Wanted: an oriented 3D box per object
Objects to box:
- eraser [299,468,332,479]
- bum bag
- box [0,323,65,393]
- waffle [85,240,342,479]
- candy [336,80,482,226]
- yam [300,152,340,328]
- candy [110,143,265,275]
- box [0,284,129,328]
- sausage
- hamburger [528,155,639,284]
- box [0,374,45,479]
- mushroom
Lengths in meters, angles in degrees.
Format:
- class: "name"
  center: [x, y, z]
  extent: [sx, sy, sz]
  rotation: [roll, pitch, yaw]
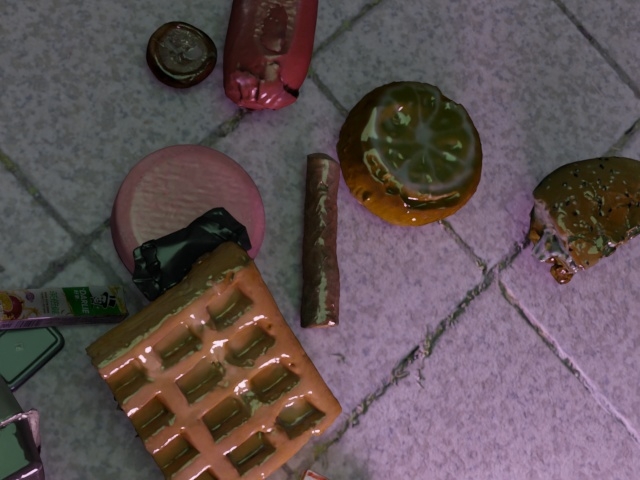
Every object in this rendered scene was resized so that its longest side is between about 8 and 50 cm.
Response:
- class: "eraser"
  center: [-0.001, 0.497, 1.730]
  extent: [0.157, 0.038, 0.230]
  rotation: [29, 69, -9]
- class: "bum bag"
  center: [-0.197, 0.016, 1.677]
  extent: [0.198, 0.049, 0.087]
  rotation: [-28, 92, -23]
- class: "box"
  center: [-0.456, 0.164, 1.672]
  extent: [0.126, 0.031, 0.091]
  rotation: [-43, 92, -23]
- class: "waffle"
  center: [-0.151, 0.216, 1.667]
  extent: [0.304, 0.077, 0.348]
  rotation: [-36, 111, -17]
- class: "candy"
  center: [0.157, -0.150, 1.897]
  extent: [0.260, 0.118, 0.259]
  rotation: [5, 75, -19]
- class: "yam"
  center: [0.000, 0.000, 1.838]
  extent: [0.066, 0.066, 0.299]
  rotation: [4, 77, -17]
- class: "candy"
  center: [-0.212, -0.024, 1.761]
  extent: [0.255, 0.094, 0.255]
  rotation: [4, 75, -17]
- class: "box"
  center: [-0.396, 0.101, 1.676]
  extent: [0.207, 0.041, 0.049]
  rotation: [-1, 67, -31]
- class: "sausage"
  center: [-0.083, -0.345, 1.850]
  extent: [0.152, 0.152, 0.279]
  rotation: [13, 73, -14]
- class: "hamburger"
  center: [0.472, -0.052, 1.942]
  extent: [0.288, 0.168, 0.192]
  rotation: [-33, 90, -21]
- class: "box"
  center: [-0.484, 0.303, 1.495]
  extent: [0.221, 0.290, 0.166]
  rotation: [-27, 74, -22]
- class: "mushroom"
  center: [-0.233, -0.309, 1.847]
  extent: [0.123, 0.052, 0.123]
  rotation: [8, 68, -19]
